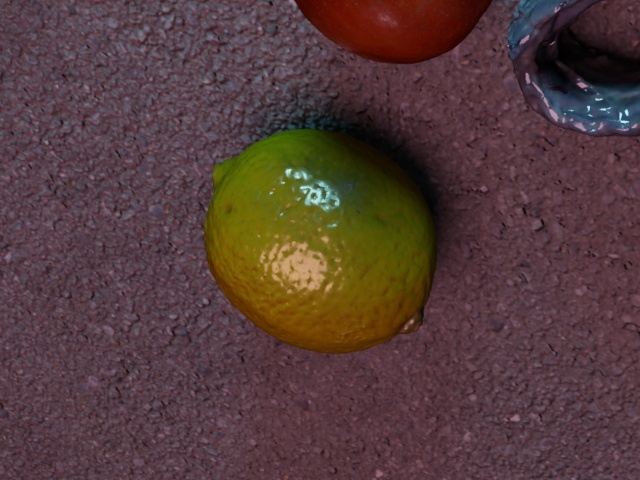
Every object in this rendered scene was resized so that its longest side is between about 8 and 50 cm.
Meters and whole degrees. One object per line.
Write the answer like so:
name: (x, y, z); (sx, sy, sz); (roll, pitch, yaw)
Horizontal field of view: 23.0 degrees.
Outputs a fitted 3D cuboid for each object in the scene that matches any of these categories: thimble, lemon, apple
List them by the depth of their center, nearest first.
thimble: (0.307, -0.210, 1.558); (0.236, 0.172, 0.205); (-2, 117, 25)
apple: (0.072, -0.289, 1.572); (0.201, 0.218, 0.218); (32, 129, -21)
lemon: (0.000, 0.001, 1.773); (0.267, 0.267, 0.267); (10, 124, 16)
